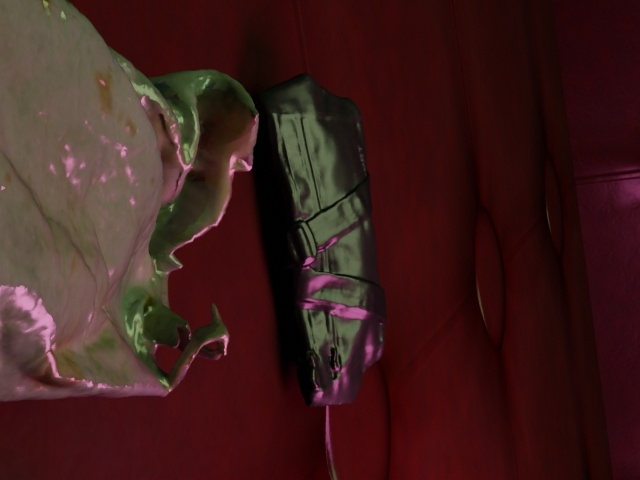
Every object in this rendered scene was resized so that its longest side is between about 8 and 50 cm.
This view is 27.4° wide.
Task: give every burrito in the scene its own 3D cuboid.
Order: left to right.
[{"bbox_3d":[-0.098,-0.012,0.432,0.229,0.089,0.144,21,78,-68],"label":"burrito"}]

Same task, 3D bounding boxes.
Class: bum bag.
[{"bbox_3d":[0.000,0.000,0.779,0.087,0.049,0.198,-16,100,-47],"label":"bum bag"}]
